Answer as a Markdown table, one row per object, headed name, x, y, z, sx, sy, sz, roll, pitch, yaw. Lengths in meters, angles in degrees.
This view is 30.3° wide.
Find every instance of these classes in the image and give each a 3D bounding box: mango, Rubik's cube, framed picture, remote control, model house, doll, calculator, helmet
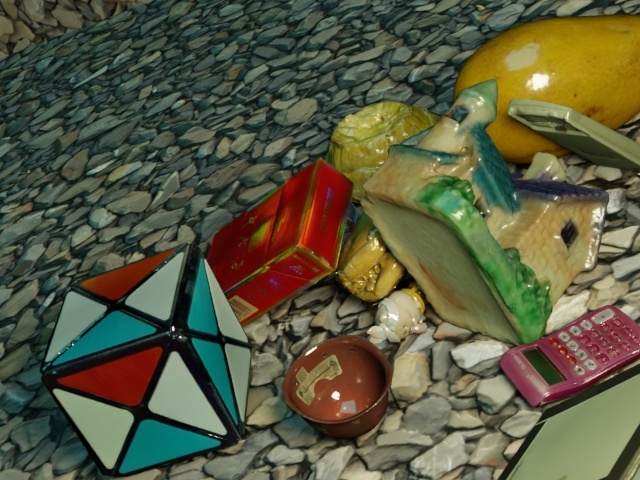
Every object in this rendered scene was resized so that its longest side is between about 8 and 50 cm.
| name | x | y | z | sx | sy | sz | roll | pitch | yaw |
| --- | --- | --- | --- | --- | --- | --- | --- | --- | --- |
| mango | 0.414 | -0.265 | 2.004 | 0.378 | 0.264 | 0.221 | -19 | 60 | 10 |
| Rubik's cube | -0.264 | 0.190 | 1.873 | 0.250 | 0.248 | 0.246 | -19 | 32 | 13 |
| framed picture | 0.297 | 0.241 | 1.371 | 0.265 | 0.016 | 0.347 | -47 | 1 | -35 |
| remote control | 0.416 | -0.167 | 1.858 | 0.123 | 0.285 | 0.038 | 14 | 86 | 47 |
| model house | 0.259 | -0.055 | 1.746 | 0.280 | 0.312 | 0.245 | -47 | 32 | -19 |
| doll | 0.127 | 0.124 | 1.836 | 0.084 | 0.073 | 0.127 | 34 | 60 | 22 |
| calculator | 0.353 | 0.160 | 1.630 | 0.190 | 0.034 | 0.126 | -25 | 29 | -5 |
| helmet | 0.042 | 0.229 | 1.703 | 0.175 | 0.106 | 0.155 | 12 | 51 | 43 |

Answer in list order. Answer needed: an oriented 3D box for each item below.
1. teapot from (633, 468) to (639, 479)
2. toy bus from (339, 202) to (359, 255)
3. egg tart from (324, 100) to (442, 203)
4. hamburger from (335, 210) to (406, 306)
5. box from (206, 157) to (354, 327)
| name | x | y | z | sx | sy | sz | roll | pitch | yaw |
| --- | --- | --- | --- | --- | --- | --- | --- | --- | --- |
| teapot | 0.403 | 0.254 | 1.325 | 0.251 | 0.183 | 0.183 | -35 | 29 | 12 |
| toy bus | 0.000 | 0.000 | 2.115 | 0.167 | 0.076 | 0.073 | -26 | 29 | 7 |
| egg tart | 0.118 | -0.187 | 2.269 | 0.290 | 0.115 | 0.290 | -19 | 31 | 12 |
| hamburger | 0.102 | 0.005 | 1.917 | 0.214 | 0.108 | 0.214 | -57 | 1 | 1 |
| box | -0.086 | 0.017 | 2.005 | 0.313 | 0.089 | 0.197 | -33 | 32 | 41 |
